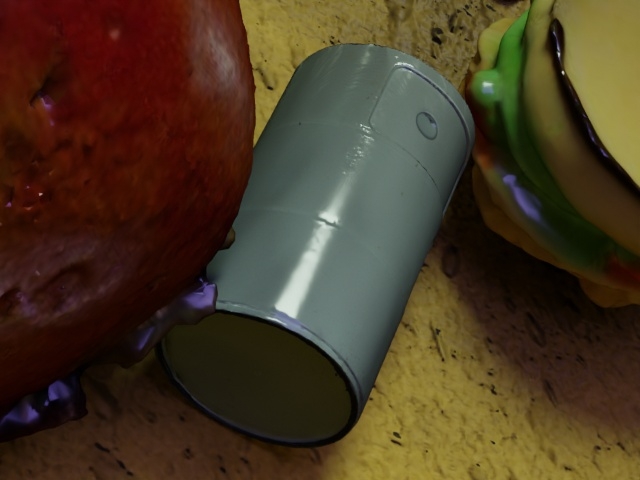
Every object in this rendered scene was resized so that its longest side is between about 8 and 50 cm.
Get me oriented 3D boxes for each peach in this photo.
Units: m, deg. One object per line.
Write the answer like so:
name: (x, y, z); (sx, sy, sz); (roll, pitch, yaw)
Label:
peach: (-0.221, -0.074, 0.932); (0.416, 0.353, 0.339); (4, 67, -47)

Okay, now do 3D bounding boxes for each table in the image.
table: (0.000, 0.000, 1.116); (0.126, 0.126, 0.220); (31, 52, -8)

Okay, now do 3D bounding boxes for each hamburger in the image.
hamburger: (0.185, -0.067, 1.236); (0.237, 0.149, 0.237); (19, 55, -30)
